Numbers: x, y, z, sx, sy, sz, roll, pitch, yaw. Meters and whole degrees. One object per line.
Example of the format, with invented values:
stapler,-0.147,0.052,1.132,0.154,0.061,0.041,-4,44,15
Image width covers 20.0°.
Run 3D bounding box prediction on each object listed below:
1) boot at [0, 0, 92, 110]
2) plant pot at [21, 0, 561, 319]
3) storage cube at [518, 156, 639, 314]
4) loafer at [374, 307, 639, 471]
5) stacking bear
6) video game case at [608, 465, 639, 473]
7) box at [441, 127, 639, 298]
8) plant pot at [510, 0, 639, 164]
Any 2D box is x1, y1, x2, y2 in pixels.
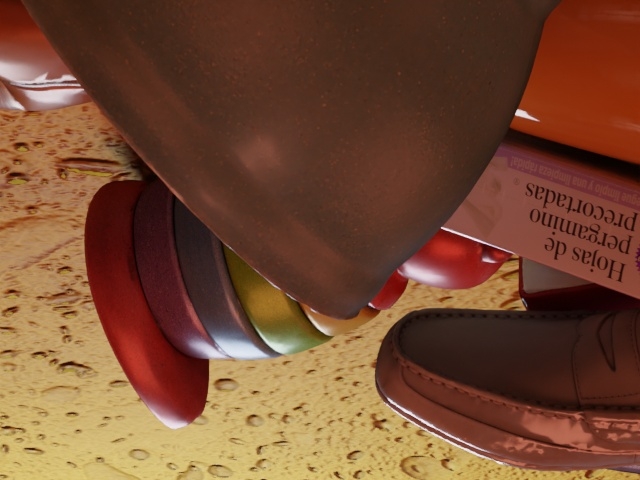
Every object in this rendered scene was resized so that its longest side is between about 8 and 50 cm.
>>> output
boot,-0.166,-0.135,1.085,0.152,0.073,0.197,0,164,3
plant pot,0.000,-0.136,0.901,0.196,0.293,0.293,-39,141,11
storage cube,0.235,-0.015,1.187,0.215,0.183,0.193,-9,150,17
loafer,0.193,0.078,1.066,0.319,0.112,0.111,7,130,3
stacking bear,0.000,0.000,1.252,0.289,0.175,0.164,-14,141,18
video game case,0.337,0.102,1.189,0.196,0.026,0.274,10,147,-21
box,0.094,-0.038,1.091,0.324,0.063,0.067,20,-162,31
plant pot,0.197,-0.119,0.998,0.188,0.205,0.205,4,156,26
